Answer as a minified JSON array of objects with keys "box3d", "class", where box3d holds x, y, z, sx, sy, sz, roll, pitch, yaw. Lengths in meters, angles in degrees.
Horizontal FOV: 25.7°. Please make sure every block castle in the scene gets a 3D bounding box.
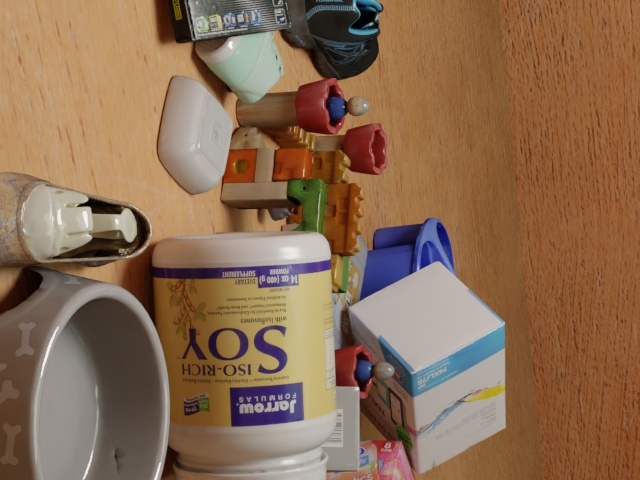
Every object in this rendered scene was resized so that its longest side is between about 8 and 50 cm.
[{"box3d":[0.000,0.000,2.167,0.303,0.212,0.453,36,56,-64],"class":"block castle"}]

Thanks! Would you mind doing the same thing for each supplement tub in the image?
[{"box3d":[-0.099,0.157,1.864,0.241,0.241,0.331,-8,96,-69],"class":"supplement tub"}]

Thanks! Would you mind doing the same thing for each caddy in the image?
[{"box3d":[0.194,0.123,2.704,0.241,0.179,0.341,-51,136,-57],"class":"caddy"}]

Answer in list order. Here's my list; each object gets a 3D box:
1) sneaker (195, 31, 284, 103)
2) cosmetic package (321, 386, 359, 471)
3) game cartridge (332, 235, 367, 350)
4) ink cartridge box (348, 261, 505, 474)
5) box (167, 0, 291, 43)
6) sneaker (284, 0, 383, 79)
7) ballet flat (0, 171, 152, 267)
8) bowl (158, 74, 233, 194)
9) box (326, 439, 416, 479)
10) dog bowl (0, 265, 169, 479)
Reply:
[{"box3d":[-0.096,-0.326,2.097,0.151,0.094,0.256,54,49,-46],"class":"sneaker"},{"box3d":[-0.013,0.284,2.090,0.238,0.107,0.127,143,-52,-72],"class":"cosmetic package"},{"box3d":[0.013,0.082,2.417,0.198,0.062,0.297,62,33,-56],"class":"game cartridge"},{"box3d":[0.190,0.224,2.446,0.197,0.198,0.270,-26,135,-20],"class":"ink cartridge box"},{"box3d":[-0.135,-0.375,1.951,0.190,0.045,0.184,-15,99,-43],"class":"box"},{"box3d":[0.051,-0.355,2.418,0.341,0.139,0.125,12,76,-69],"class":"sneaker"},{"box3d":[-0.286,-0.022,1.579,0.316,0.106,0.108,0,88,-68],"class":"ballet flat"},{"box3d":[-0.168,-0.147,1.964,0.142,0.053,0.142,53,41,-58],"class":"bowl"},{"box3d":[0.096,0.495,2.465,0.142,0.154,0.300,-70,149,-43],"class":"box"},{"box3d":[-0.282,0.201,1.586,0.349,0.102,0.349,-2,90,-68],"class":"dog bowl"}]
